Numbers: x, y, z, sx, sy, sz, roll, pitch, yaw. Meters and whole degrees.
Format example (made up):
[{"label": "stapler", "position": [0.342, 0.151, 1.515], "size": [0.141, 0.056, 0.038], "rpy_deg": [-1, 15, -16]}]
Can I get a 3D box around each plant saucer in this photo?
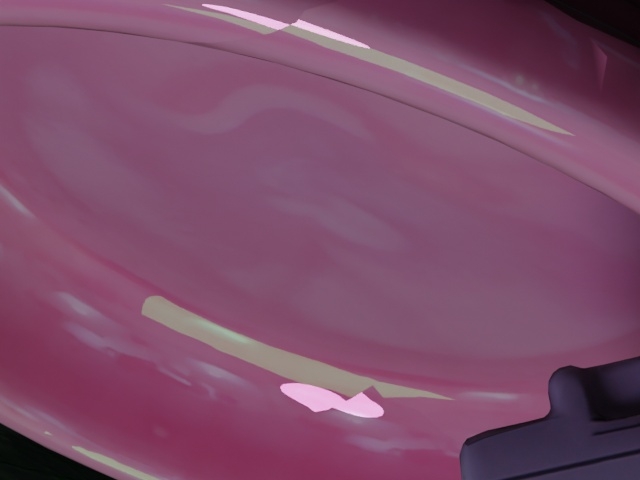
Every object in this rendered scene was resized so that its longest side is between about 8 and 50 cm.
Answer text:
[{"label": "plant saucer", "position": [0.000, 0.000, 0.496], "size": [0.332, 0.084, 0.332], "rpy_deg": [16, 154, 8]}]

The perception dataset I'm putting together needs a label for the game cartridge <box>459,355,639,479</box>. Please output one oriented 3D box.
[{"label": "game cartridge", "position": [0.193, 0.064, 0.402], "size": [0.297, 0.062, 0.198], "rpy_deg": [-14, 143, 7]}]
